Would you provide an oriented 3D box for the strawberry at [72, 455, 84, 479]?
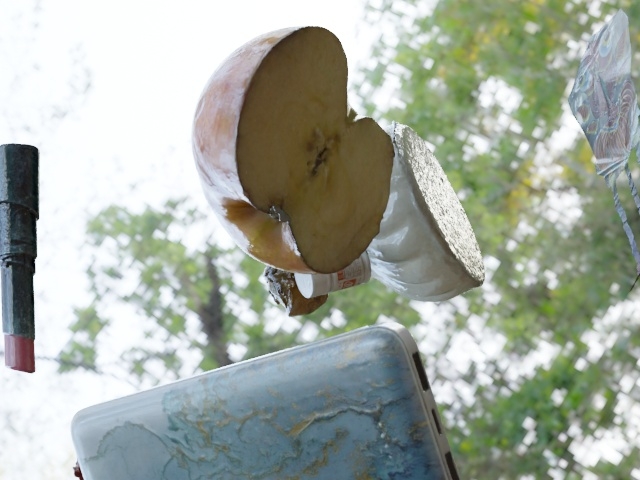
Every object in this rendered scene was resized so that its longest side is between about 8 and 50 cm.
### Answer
[{"bbox_3d":[-0.204,0.293,1.979,0.178,0.234,0.234,-40,-20,31],"label":"strawberry"}]

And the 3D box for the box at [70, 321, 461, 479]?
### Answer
[{"bbox_3d":[-0.043,0.154,1.004,0.044,0.285,0.142,-15,-93,-61],"label":"box"}]

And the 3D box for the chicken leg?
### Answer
[{"bbox_3d":[0.000,0.001,2.166,0.251,0.107,0.087,-62,-28,-18],"label":"chicken leg"}]

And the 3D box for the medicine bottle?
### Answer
[{"bbox_3d":[0.017,0.039,1.925,0.089,0.057,0.057,-14,-49,-24],"label":"medicine bottle"}]

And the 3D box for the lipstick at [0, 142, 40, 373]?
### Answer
[{"bbox_3d":[-0.302,0.020,1.480,0.053,0.053,0.234,18,-118,-59],"label":"lipstick"}]

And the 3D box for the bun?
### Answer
[{"bbox_3d":[0.100,-0.018,2.049,0.175,0.263,0.263,-28,-26,16],"label":"bun"}]

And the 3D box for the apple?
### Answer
[{"bbox_3d":[-0.058,-0.101,1.707,0.251,0.163,0.293,-56,-48,-33],"label":"apple"}]

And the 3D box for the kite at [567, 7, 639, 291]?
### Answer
[{"bbox_3d":[0.240,-0.066,1.177,0.016,0.229,0.127,-1,-27,-10],"label":"kite"}]
